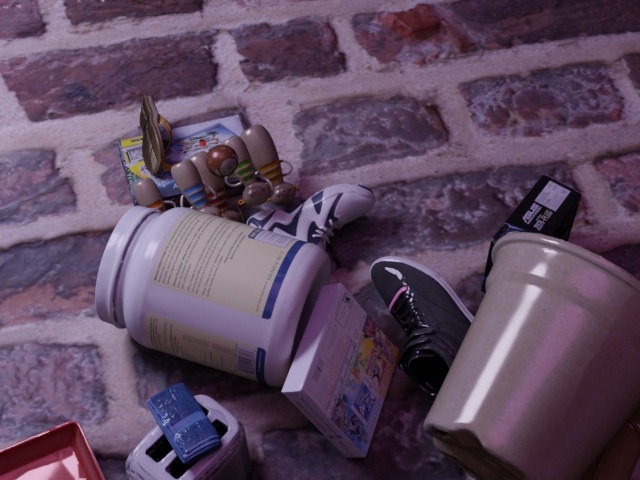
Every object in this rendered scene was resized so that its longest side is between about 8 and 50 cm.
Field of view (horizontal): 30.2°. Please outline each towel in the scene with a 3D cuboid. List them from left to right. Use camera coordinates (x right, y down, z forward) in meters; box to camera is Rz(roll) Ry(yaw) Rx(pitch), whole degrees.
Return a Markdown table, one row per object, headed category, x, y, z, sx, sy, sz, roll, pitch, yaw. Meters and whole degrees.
| category | x | y | z | sx | sy | sz | roll | pitch | yaw |
| --- | --- | --- | --- | --- | --- | --- | --- | --- | --- |
| towel | -0.195 | 0.261 | 1.701 | 0.067 | 0.029 | 0.119 | -27 | 58 | -20 |

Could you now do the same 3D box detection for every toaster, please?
| category | x | y | z | sx | sy | sz | roll | pitch | yaw |
| --- | --- | --- | --- | --- | --- | --- | --- | --- | --- |
| toaster | -0.190 | 0.330 | 1.760 | 0.129 | 0.146 | 0.227 | 37 | 61 | 23 |

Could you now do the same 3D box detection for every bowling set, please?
| category | x | y | z | sx | sy | sz | roll | pitch | yaw |
| --- | --- | --- | --- | --- | --- | --- | --- | --- | --- |
| bowling set | -0.173 | -0.080 | 2.025 | 0.287 | 0.200 | 0.154 | -27 | 98 | -7 |

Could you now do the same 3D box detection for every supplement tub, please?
| category | x | y | z | sx | sy | sz | roll | pitch | yaw |
| --- | --- | --- | --- | --- | --- | --- | --- | --- | --- |
| supplement tub | -0.168 | 0.081 | 1.893 | 0.325 | 0.235 | 0.235 | 16 | 54 | 11 |

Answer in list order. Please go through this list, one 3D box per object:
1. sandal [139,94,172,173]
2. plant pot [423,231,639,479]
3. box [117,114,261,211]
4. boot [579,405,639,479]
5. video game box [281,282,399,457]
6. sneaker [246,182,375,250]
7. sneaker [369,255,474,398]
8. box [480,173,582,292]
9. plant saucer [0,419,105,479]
| category | x | y | z | sx | sy | sz | roll | pitch | yaw |
| --- | --- | --- | --- | --- | --- | --- | --- | --- | --- |
| sandal | -0.295 | -0.196 | 2.156 | 0.049 | 0.072 | 0.180 | 7 | 44 | -23 |
| plant pot | 0.321 | 0.209 | 1.731 | 0.334 | 0.334 | 0.305 | 29 | 73 | 19 |
| box | -0.240 | -0.138 | 2.174 | 0.233 | 0.044 | 0.159 | -13 | 54 | -11 |
| boot | 0.465 | 0.350 | 1.799 | 0.236 | 0.089 | 0.269 | 18 | 53 | 28 |
| video game box | 0.036 | 0.202 | 1.844 | 0.048 | 0.187 | 0.205 | -12 | 42 | 38 |
| sneaker | 0.000 | 0.000 | 2.046 | 0.235 | 0.094 | 0.153 | -14 | 56 | -11 |
| sneaker | 0.158 | 0.137 | 1.911 | 0.147 | 0.104 | 0.296 | -15 | 53 | -48 |
| box | 0.357 | 0.003 | 2.016 | 0.078 | 0.147 | 0.180 | 30 | 59 | 20 |
| plant saucer | -0.430 | 0.424 | 1.747 | 0.259 | 0.047 | 0.259 | -22 | 56 | -17 |
